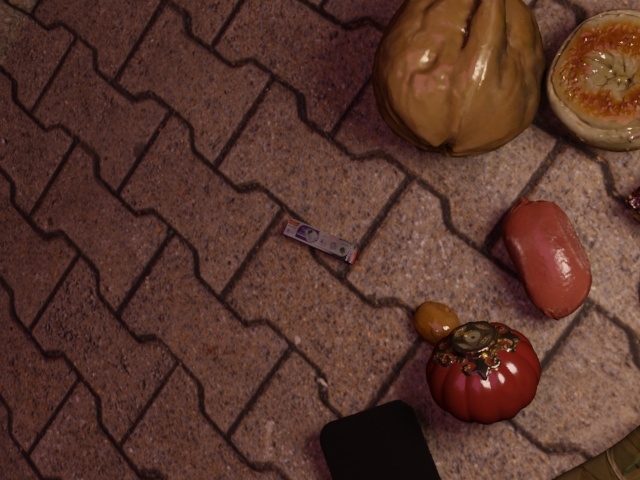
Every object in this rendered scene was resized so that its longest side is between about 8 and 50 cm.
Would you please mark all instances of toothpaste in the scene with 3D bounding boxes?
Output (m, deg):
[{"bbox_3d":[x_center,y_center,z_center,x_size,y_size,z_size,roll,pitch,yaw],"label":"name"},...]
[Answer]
[{"bbox_3d":[0.000,0.000,1.939,0.196,0.040,0.047,23,87,31],"label":"toothpaste"}]

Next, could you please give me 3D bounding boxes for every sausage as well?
[{"bbox_3d":[0.456,0.028,1.617,0.148,0.148,0.255,-33,71,20],"label":"sausage"}]

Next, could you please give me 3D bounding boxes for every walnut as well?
[{"bbox_3d":[0.248,0.181,1.752,0.121,0.052,0.091,39,97,28],"label":"walnut"},{"bbox_3d":[0.294,-0.358,1.687,0.383,0.383,0.384,-7,76,28],"label":"walnut"}]

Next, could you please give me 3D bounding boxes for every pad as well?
[{"bbox_3d":[0.134,0.556,1.757,0.314,0.063,0.376,-23,79,23],"label":"pad"}]

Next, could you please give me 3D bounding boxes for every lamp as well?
[{"bbox_3d":[0.324,0.267,1.608,0.226,0.227,0.227,-7,76,28],"label":"lamp"}]

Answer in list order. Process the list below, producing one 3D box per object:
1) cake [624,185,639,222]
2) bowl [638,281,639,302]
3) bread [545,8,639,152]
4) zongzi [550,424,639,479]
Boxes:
[{"bbox_3d":[0.711,-0.105,1.518,0.246,0.112,0.135,-45,65,11],"label":"cake"},{"bbox_3d":[0.688,0.091,1.502,0.188,0.086,0.189,-6,77,28],"label":"bowl"},{"bbox_3d":[0.603,-0.308,1.593,0.305,0.158,0.306,-8,72,27],"label":"bread"},{"bbox_3d":[0.618,0.554,1.413,0.418,0.181,0.447,-41,65,33],"label":"zongzi"}]
